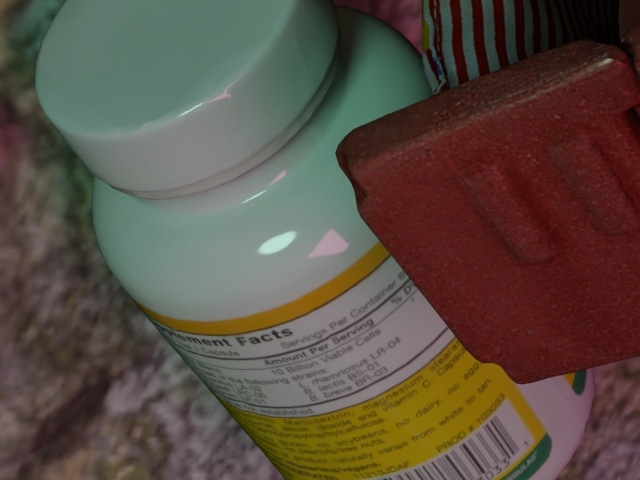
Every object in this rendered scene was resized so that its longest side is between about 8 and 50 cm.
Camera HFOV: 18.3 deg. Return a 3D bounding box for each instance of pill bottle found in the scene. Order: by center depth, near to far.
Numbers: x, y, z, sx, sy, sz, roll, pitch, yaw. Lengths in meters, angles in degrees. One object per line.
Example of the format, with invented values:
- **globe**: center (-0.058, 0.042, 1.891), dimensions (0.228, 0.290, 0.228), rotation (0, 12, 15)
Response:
- **pill bottle**: center (0.000, 0.000, 0.634), dimensions (0.117, 0.117, 0.208), rotation (-44, 133, -9)

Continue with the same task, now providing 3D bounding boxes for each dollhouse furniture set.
- **dollhouse furniture set**: center (0.148, -0.018, 0.634), dimensions (0.152, 0.201, 0.374), rotation (-18, 140, 21)
